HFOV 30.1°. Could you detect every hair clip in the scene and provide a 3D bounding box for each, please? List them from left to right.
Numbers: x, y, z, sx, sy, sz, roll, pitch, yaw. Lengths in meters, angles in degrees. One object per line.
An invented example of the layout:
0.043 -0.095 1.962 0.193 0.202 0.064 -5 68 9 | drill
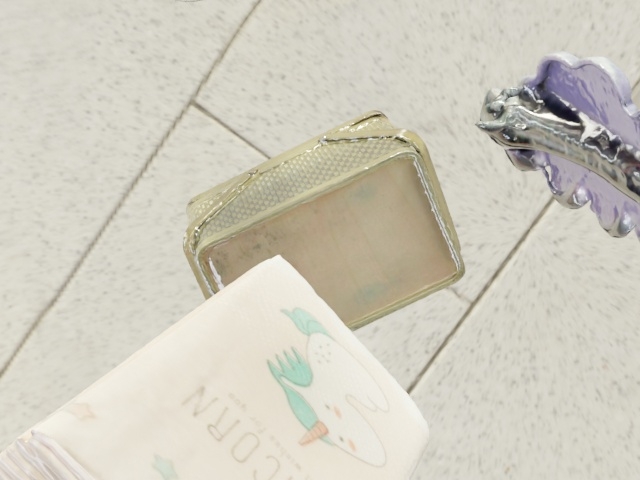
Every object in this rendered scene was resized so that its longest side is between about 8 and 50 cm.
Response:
0.167 -0.056 0.747 0.052 0.124 0.195 -33 41 -20 | hair clip

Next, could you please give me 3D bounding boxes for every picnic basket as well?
0.000 0.000 1.213 0.267 0.139 0.165 -26 115 0 | picnic basket

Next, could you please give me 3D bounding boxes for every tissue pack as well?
-0.040 0.120 0.658 0.071 0.325 0.170 -41 89 21 | tissue pack
